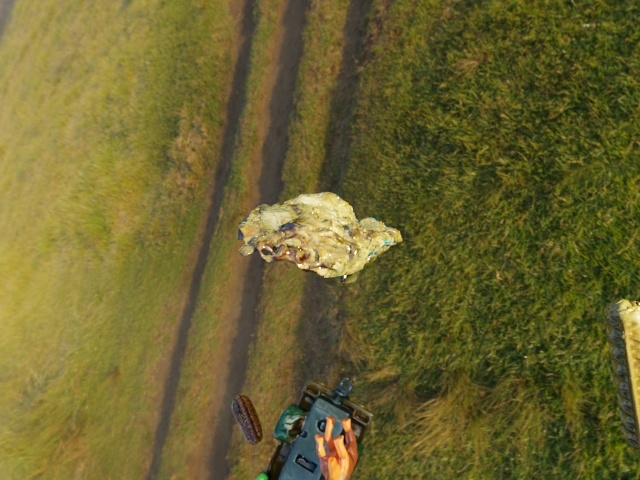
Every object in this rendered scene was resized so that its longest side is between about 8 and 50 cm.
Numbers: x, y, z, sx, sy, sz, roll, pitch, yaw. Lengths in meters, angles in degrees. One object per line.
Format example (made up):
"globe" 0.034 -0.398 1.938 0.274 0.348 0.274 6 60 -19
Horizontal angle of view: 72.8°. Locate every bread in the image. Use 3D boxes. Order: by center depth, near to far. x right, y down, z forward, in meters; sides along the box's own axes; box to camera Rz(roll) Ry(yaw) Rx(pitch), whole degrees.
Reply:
"bread" 0.688 0.301 0.945 0.084 0.077 0.368 -11 100 24

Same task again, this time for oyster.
"oyster" 0.001 -0.008 0.693 0.198 0.259 0.092 -92 21 -57

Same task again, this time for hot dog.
"hot dog" -0.193 0.472 1.145 0.144 0.062 0.038 54 136 39

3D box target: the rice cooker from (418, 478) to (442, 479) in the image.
"rice cooker" 0.184 0.568 0.719 0.277 0.288 0.288 89 159 -45

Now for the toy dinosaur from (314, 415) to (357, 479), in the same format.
"toy dinosaur" 0.030 0.326 0.671 0.055 0.279 0.101 -8 85 12

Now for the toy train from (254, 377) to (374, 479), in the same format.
"toy train" -0.023 0.507 0.969 0.178 0.249 0.429 24 81 16
